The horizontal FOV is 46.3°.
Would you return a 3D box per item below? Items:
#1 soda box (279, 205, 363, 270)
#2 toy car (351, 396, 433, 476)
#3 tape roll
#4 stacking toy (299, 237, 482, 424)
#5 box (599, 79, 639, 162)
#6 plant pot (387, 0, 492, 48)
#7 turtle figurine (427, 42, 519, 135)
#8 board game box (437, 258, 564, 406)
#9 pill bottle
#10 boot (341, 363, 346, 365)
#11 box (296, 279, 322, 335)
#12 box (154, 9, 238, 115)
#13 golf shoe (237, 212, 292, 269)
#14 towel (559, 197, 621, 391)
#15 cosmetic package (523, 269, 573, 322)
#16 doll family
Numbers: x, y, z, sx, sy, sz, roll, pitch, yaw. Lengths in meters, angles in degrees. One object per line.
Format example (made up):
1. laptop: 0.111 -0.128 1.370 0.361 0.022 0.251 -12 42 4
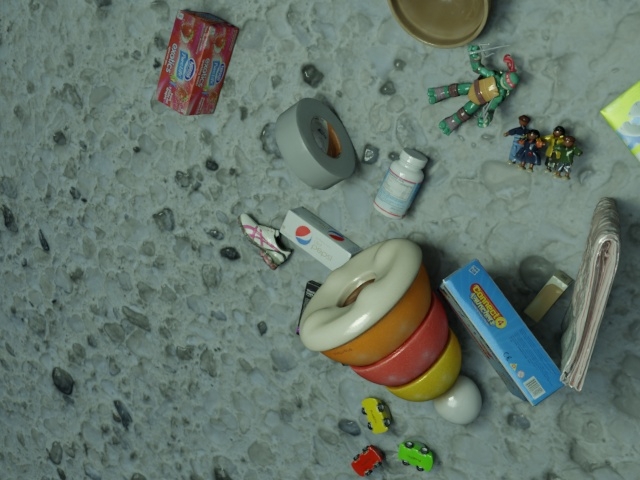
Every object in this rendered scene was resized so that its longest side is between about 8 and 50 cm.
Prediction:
1. soda box: 0.000 0.000 1.962 0.216 0.069 0.074 36 117 21
2. toy car: 0.200 0.541 1.971 0.224 0.053 0.239 17 110 27
3. tape roll: -0.011 -0.235 1.825 0.072 0.219 0.219 -27 86 33
4. stacking toy: 0.212 0.265 1.779 0.350 0.351 0.480 -30 109 33
5. box: 0.667 -0.226 1.517 0.109 0.042 0.178 -41 78 32
6. plant pot: 0.270 -0.547 1.623 0.237 0.110 0.237 24 144 18
7. turtle figurine: 0.351 -0.326 1.645 0.234 0.118 0.175 -21 74 48
8. board game box: 0.383 0.198 1.633 0.086 0.302 0.308 -35 81 2
9. pill bottle: 0.195 -0.137 1.800 0.087 0.087 0.160 34 116 21
10. boot: 0.116 0.253 1.962 0.219 0.082 0.106 -24 115 22
11. box: 0.002 0.202 2.030 0.116 0.029 0.162 22 113 25
12. box: -0.336 -0.479 2.023 0.122 0.128 0.257 32 115 22
13. golf shoe: -0.154 -0.010 2.065 0.086 0.067 0.186 -40 77 4
14. towel: 0.538 0.093 1.498 0.053 0.332 0.317 14 109 15
15. cosmetic package: 0.513 0.125 1.681 0.041 0.060 0.115 40 120 18
16. doll family: 0.478 -0.206 1.620 0.192 0.076 0.112 16 114 31
